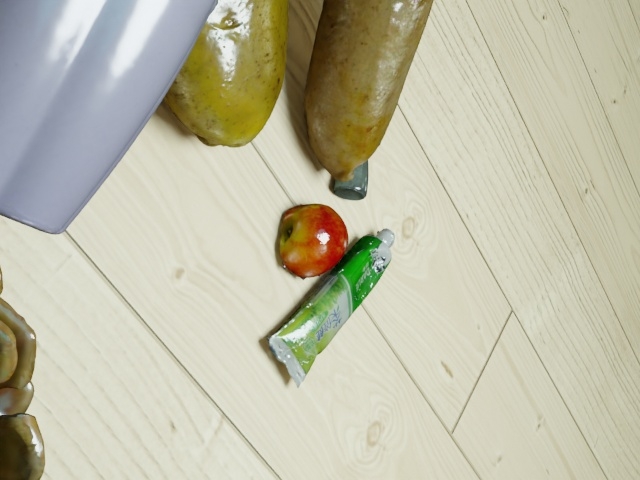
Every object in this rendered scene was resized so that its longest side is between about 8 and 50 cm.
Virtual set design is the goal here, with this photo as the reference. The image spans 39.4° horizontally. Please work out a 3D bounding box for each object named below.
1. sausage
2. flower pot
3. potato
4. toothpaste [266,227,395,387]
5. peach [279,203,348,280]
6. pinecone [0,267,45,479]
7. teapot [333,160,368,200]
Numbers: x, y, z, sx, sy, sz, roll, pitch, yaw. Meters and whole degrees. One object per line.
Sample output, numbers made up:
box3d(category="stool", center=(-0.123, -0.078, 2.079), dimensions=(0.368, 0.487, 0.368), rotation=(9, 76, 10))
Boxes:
box3d(category="sausage", center=(0.077, -0.297, 0.986), dimensions=(0.123, 0.136, 0.500), rotation=(2, 126, -25))
box3d(category="flower pot", center=(-0.233, -0.142, 0.697), dimensions=(0.265, 0.265, 0.243), rotation=(24, 83, -44))
box3d(category="potato", center=(-0.109, -0.277, 0.904), dimensions=(0.177, 0.195, 0.369), rotation=(-2, 99, -4))
box3d(category="toothpaste", center=(0.023, 0.068, 1.100), dimensions=(0.248, 0.047, 0.078), rotation=(-48, 120, -35))
box3d(category="peach", center=(-0.001, 0.000, 1.064), dimensions=(0.098, 0.061, 0.098), rotation=(12, 73, -43))
box3d(category="pinecone", center=(-0.319, 0.109, 0.487), dimensions=(0.384, 0.384, 0.384), rotation=(3, 87, -47))
box3d(category="teapot", center=(0.046, -0.108, 1.136), dimensions=(0.043, 0.043, 0.110), rotation=(29, 64, -43))
